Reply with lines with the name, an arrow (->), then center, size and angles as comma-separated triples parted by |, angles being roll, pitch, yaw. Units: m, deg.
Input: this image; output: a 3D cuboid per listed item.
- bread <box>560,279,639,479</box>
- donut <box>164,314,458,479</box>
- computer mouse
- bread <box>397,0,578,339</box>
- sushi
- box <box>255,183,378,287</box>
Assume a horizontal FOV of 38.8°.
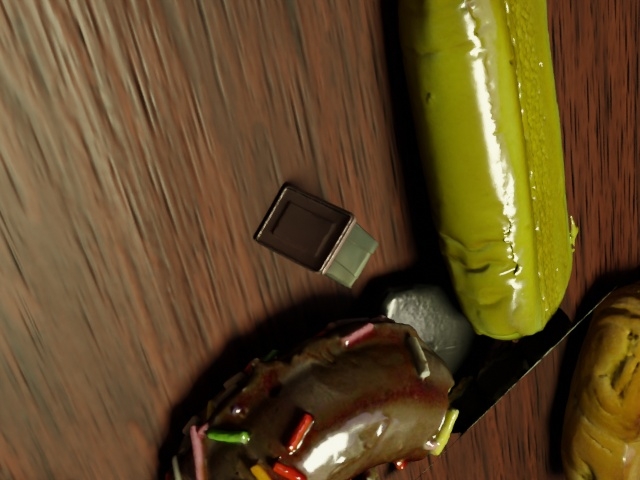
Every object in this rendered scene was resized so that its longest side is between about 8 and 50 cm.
bread -> 0.454, 0.205, 1.254 | 0.337, 0.148, 0.328 | -10, 119, -42
donut -> -0.012, 0.244, 0.825 | 0.259, 0.136, 0.345 | -11, 118, -31
computer mouse -> 0.126, 0.093, 0.948 | 0.217, 0.073, 0.122 | -9, 114, -39
bread -> 0.153, -0.091, 0.842 | 0.166, 0.112, 0.383 | -41, 125, -47
sushi -> 0.187, 0.145, 0.972 | 0.192, 0.043, 0.279 | -30, 160, -43
box -> 0.000, 0.000, 0.784 | 0.060, 0.085, 0.063 | -59, 141, -6
